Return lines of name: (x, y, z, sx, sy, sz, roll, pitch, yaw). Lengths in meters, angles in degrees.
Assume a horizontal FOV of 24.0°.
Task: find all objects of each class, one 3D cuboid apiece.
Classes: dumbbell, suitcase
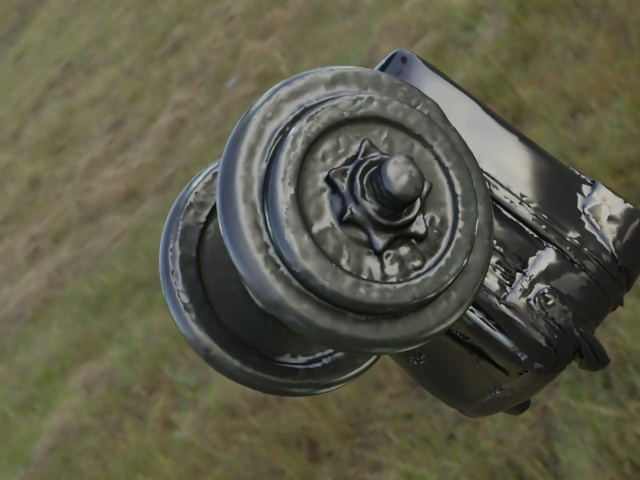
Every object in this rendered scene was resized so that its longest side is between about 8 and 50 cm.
dumbbell: (0.000, 0.000, 1.025, 0.192, 0.192, 0.290, -47, 4, -27)
suitcase: (0.114, 0.000, 1.390, 0.188, 0.339, 0.345, -51, -3, -15)
